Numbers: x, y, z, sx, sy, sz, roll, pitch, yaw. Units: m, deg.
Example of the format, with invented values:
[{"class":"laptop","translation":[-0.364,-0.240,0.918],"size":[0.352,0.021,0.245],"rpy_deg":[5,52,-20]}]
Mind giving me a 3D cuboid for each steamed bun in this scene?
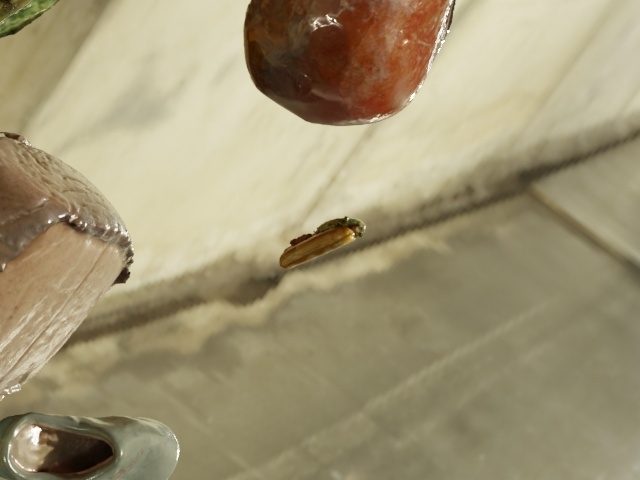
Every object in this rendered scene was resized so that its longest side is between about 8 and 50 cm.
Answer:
[{"class":"steamed bun","translation":[-0.323,0.014,1.533],"size":[0.199,0.251,0.301],"rpy_deg":[41,-6,12]}]

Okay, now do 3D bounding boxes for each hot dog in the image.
[{"class":"hot dog","translation":[0.000,0.000,1.275],"size":[0.021,0.083,0.037],"rpy_deg":[61,37,-6]}]

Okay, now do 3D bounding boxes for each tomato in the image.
[{"class":"tomato","translation":[0.008,-0.180,1.367],"size":[0.181,0.214,0.155],"rpy_deg":[19,51,17]}]

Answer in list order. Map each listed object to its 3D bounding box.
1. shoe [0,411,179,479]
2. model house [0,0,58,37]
[{"class":"shoe","translation":[-0.201,0.197,1.508],"size":[0.195,0.079,0.078],"rpy_deg":[12,-1,-36]},{"class":"model house","translation":[-0.334,-0.346,1.503],"size":[0.261,0.321,0.266],"rpy_deg":[23,-5,-1]}]
